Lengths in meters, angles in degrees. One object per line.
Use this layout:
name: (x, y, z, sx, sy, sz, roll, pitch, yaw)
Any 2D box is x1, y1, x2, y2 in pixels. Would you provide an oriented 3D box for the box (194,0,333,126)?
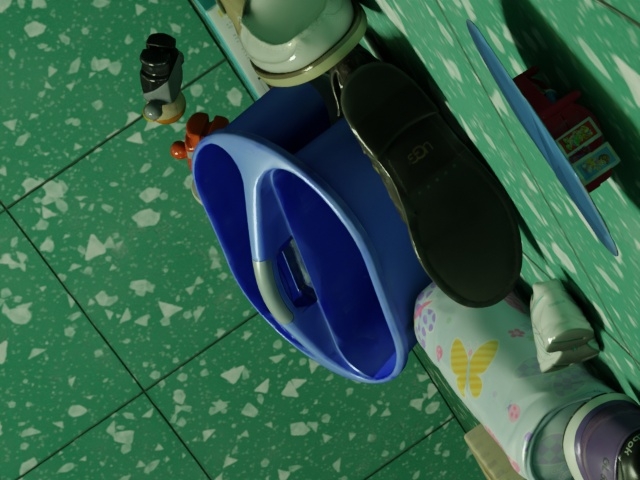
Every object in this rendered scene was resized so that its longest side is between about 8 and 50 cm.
box: (-0.035, -0.191, 1.970, 0.244, 0.100, 0.060, 58, 177, -38)

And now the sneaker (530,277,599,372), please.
sneaker: (0.207, 0.073, 1.592, 0.152, 0.054, 0.061, 72, 178, -71)

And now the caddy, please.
caddy: (0.000, 0.000, 1.895, 0.241, 0.179, 0.341, 22, 146, 39)

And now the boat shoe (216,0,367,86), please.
boat shoe: (-0.049, -0.228, 1.664, 0.103, 0.113, 0.302, 51, 180, -27)

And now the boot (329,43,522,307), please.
boot: (0.085, -0.077, 1.654, 0.263, 0.091, 0.229, 60, -179, -12)

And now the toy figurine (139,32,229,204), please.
toy figurine: (-0.099, -0.163, 2.192, 0.209, 0.213, 0.148, 53, 162, 30)

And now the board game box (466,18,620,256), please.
board game box: (0.147, -0.069, 1.116, 0.168, 0.033, 0.133, 59, -176, 23)

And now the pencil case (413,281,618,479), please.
pencil case: (0.191, 0.126, 1.766, 0.124, 0.113, 0.273, 8, -156, -29)

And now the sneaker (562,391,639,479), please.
sneaker: (0.309, 0.269, 1.590, 0.283, 0.107, 0.124, 56, 171, -22)

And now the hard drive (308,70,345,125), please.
hard drive: (0.033, -0.141, 1.908, 0.135, 0.022, 0.094, 30, 158, 49)

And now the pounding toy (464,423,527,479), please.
pounding toy: (0.227, 0.260, 1.964, 0.094, 0.181, 0.206, 53, 176, 34)
